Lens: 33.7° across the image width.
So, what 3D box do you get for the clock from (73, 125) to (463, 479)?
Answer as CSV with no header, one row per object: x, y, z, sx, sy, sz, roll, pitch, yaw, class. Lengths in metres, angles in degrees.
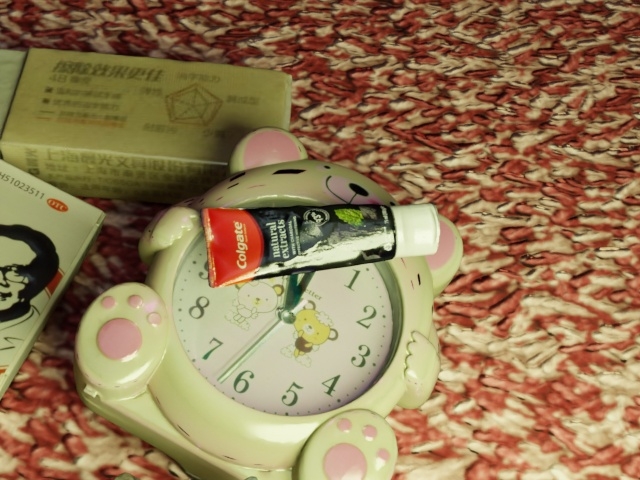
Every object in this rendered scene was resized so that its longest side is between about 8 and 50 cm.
-0.030,0.063,0.912,0.284,0.114,0.309,28,61,4,clock

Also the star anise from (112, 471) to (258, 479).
-0.100,0.291,0.762,0.236,0.109,0.223,-2,57,8,star anise

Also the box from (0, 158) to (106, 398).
-0.397,-0.016,0.934,0.353,0.069,0.214,29,52,-7,box

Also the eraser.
-0.204,-0.115,1.078,0.344,0.078,0.144,5,52,-2,eraser

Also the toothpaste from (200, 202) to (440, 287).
0.000,0.000,0.872,0.194,0.045,0.071,-3,67,-9,toothpaste
